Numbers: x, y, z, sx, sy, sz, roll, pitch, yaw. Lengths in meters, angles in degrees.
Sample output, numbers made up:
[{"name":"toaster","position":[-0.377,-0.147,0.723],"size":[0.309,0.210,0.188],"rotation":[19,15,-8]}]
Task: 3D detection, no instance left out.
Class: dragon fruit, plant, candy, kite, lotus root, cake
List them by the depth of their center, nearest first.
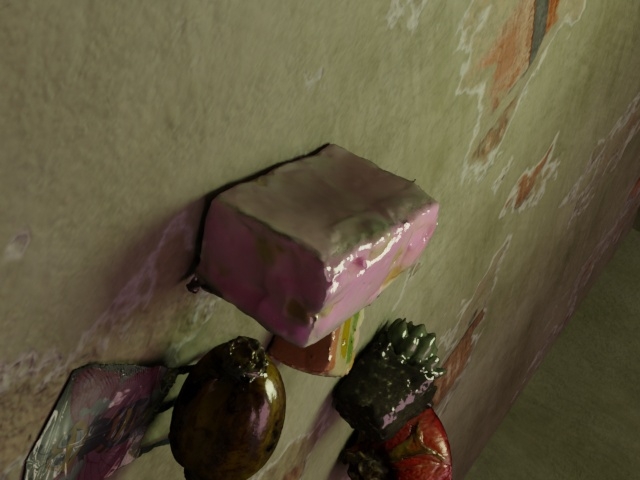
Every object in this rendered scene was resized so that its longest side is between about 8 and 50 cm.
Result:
[{"name":"candy","position":[0.000,0.000,1.206],"size":[0.265,0.156,0.115],"rotation":[-29,141,-56]},{"name":"kite","position":[-0.186,0.185,1.225],"size":[0.360,0.022,0.204],"rotation":[-18,136,-60]},{"name":"lotus root","position":[-0.099,0.193,1.236],"size":[0.120,0.120,0.209],"rotation":[-31,147,-53]},{"name":"cake","position":[0.029,0.075,1.491],"size":[0.225,0.090,0.109],"rotation":[-62,157,4]},{"name":"plant","position":[0.121,0.226,1.862],"size":[0.194,0.132,0.129],"rotation":[-46,160,-21]},{"name":"dragon fruit","position":[0.123,0.396,2.075],"size":[0.148,0.218,0.223],"rotation":[-3,83,-30]}]
